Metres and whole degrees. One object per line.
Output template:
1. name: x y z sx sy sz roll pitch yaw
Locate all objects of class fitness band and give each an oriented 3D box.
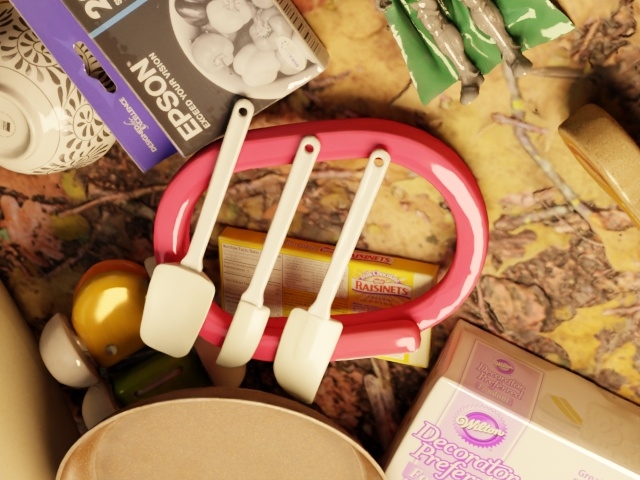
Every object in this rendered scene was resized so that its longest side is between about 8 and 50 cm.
1. fitness band: 0.000 0.000 1.102 0.291 0.054 0.209 -5 108 11

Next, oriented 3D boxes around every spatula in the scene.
1. spatula: -0.047 0.011 1.076 0.168 0.019 0.242 22 112 4

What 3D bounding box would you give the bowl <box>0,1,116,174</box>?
1. bowl: -0.270 -0.120 1.143 0.170 0.080 0.170 9 124 14

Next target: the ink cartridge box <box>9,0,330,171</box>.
1. ink cartridge box: -0.134 -0.176 1.052 0.208 0.045 0.206 -30 109 22

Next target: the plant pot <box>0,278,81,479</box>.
1. plant pot: -0.389 0.127 1.274 0.256 0.256 0.274 -7 103 25

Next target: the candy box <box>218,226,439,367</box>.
1. candy box: 0.005 0.052 1.184 0.206 0.027 0.105 11 122 14

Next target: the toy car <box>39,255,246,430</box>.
1. toy car: -0.171 0.099 1.220 0.159 0.136 0.182 -30 109 -3

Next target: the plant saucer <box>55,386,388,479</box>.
1. plant saucer: -0.086 0.232 1.177 0.310 0.050 0.311 1 131 1

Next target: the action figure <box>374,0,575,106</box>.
1. action figure: 0.074 -0.211 0.950 0.137 0.063 0.232 -29 116 21

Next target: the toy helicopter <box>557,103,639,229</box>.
1. toy helicopter: 0.304 0.039 0.955 0.140 0.235 0.355 -41 84 7

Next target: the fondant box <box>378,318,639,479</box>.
1. fondant box: 0.168 0.263 1.220 0.238 0.096 0.330 26 127 3
